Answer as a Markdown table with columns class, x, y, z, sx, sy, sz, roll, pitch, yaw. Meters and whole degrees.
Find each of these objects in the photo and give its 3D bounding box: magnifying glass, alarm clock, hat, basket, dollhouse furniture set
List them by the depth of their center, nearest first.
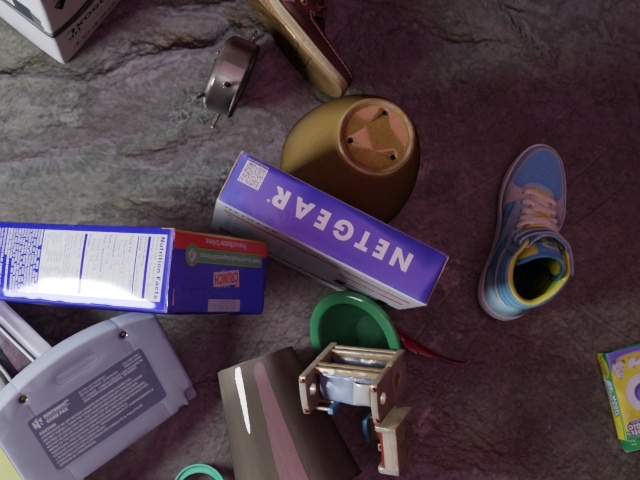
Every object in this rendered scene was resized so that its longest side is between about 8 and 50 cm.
| class | x | y | z | sx | sy | sz | roll | pitch | yaw |
| --- | --- | --- | --- | --- | --- | --- | --- | --- | --- |
| dollhouse furniture set | 0.059 | 0.273 | 1.463 | 0.129 | 0.129 | 0.183 | 3 | 110 | 26 |
| magnifying glass | -0.185 | 0.472 | 1.496 | 0.092 | 0.026 | 0.231 | -7 | 73 | -6 |
| basket | -0.066 | 0.295 | 1.498 | 0.204 | 0.154 | 0.226 | -17 | 83 | -13 |
| alarm clock | -0.144 | -0.286 | 1.565 | 0.064 | 0.129 | 0.192 | 26 | 53 | -2 |
| hat | 0.108 | 0.155 | 1.590 | 0.183 | 0.173 | 0.208 | -27 | 98 | -51 |

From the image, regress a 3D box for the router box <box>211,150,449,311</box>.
| class | x | y | z | sx | sy | sz | roll | pitch | yaw |
| --- | --- | --- | --- | --- | --- | --- | --- | --- | --- |
| router box | 0.000 | 0.000 | 1.459 | 0.335 | 0.301 | 0.082 | 27 | 81 | -5 |

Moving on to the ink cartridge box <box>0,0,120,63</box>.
| class | x | y | z | sx | sy | sz | roll | pitch | yaw |
| --- | --- | --- | --- | --- | --- | --- | --- | --- | --- |
| ink cartridge box | -0.374 | -0.464 | 1.410 | 0.166 | 0.395 | 0.285 | 39 | 80 | -5 |

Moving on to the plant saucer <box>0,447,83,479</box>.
| class | x | y | z | sx | sy | sz | roll | pitch | yaw |
| --- | --- | --- | --- | --- | --- | --- | --- | --- | --- |
| plant saucer | -0.492 | 0.356 | 1.483 | 0.241 | 0.037 | 0.240 | 1 | 84 | -9 |

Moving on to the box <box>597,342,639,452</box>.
| class | x | y | z | sx | sy | sz | roll | pitch | yaw |
| --- | --- | --- | --- | --- | --- | --- | --- | --- | --- |
| box | 0.558 | 0.273 | 1.642 | 0.105 | 0.043 | 0.179 | -13 | 87 | -9 |

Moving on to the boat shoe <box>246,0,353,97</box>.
| class | x | y | z | sx | sy | sz | roll | pitch | yaw |
| --- | --- | --- | --- | --- | --- | --- | --- | --- | --- |
| boat shoe | -0.038 | -0.402 | 1.592 | 0.123 | 0.123 | 0.342 | -37 | 84 | -9 |

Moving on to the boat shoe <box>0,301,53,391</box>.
| class | x | y | z | sx | sy | sz | roll | pitch | yaw |
| --- | --- | --- | --- | --- | --- | --- | --- | --- | --- |
| boat shoe | -0.543 | 0.134 | 1.439 | 0.335 | 0.121 | 0.119 | 38 | 56 | 0 |

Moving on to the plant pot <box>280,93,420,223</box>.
| class | x | y | z | sx | sy | sz | roll | pitch | yaw |
| --- | --- | --- | --- | --- | --- | --- | --- | --- | --- |
| plant pot | 0.063 | -0.141 | 1.508 | 0.237 | 0.254 | 0.237 | 1 | 83 | -7 |

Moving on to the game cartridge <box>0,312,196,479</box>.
| class | x | y | z | sx | sy | sz | roll | pitch | yaw |
| --- | --- | --- | --- | --- | --- | --- | --- | --- | --- |
| game cartridge | -0.352 | 0.242 | 1.447 | 0.294 | 0.060 | 0.196 | -33 | 118 | -23 |

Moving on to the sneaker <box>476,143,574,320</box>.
| class | x | y | z | sx | sy | sz | roll | pitch | yaw |
| --- | --- | --- | --- | --- | --- | --- | --- | --- | --- |
| sneaker | 0.366 | -0.023 | 1.562 | 0.127 | 0.208 | 0.319 | 15 | 82 | -5 |

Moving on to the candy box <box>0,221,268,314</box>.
| class | x | y | z | sx | sy | sz | roll | pitch | yaw |
| --- | --- | --- | --- | --- | --- | --- | --- | --- | --- |
| candy box | -0.277 | 0.043 | 1.370 | 0.317 | 0.268 | 0.122 | 3 | 86 | 24 |
